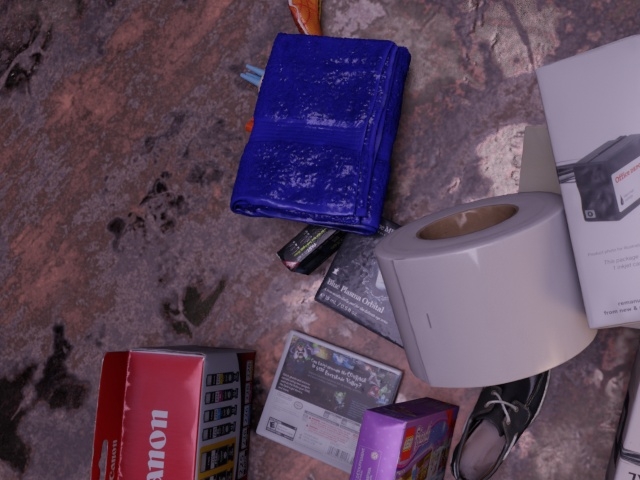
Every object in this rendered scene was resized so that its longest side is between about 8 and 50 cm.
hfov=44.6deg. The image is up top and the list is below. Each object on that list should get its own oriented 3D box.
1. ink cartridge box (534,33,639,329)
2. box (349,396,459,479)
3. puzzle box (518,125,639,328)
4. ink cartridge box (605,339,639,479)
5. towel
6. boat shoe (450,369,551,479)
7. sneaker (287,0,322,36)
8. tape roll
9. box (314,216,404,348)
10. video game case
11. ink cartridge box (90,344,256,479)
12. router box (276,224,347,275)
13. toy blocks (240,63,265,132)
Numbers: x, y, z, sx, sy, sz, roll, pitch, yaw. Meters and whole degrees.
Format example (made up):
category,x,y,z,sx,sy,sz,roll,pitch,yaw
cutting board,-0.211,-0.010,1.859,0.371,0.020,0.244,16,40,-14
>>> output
category,x,y,z,sx,sy,sz,roll,pitch,yaw
ink cartridge box,0.371,-0.057,0.934,0.129,0.223,0.308,-14,80,28
box,0.107,0.317,1.028,0.057,0.293,0.201,12,87,23
puzzle box,0.464,-0.012,1.037,0.408,0.052,0.272,6,89,29
ink cartridge box,0.471,0.251,0.987,0.171,0.100,0.237,12,112,17
towel,0.002,-0.170,1.159,0.227,0.076,0.308,9,71,11
boat shoe,0.258,0.246,1.107,0.084,0.079,0.233,30,91,19
sneaker,-0.021,-0.392,1.270,0.067,0.064,0.175,-17,82,3
tape roll,0.206,0.054,0.984,0.246,0.246,0.169,-14,101,14
box,0.099,0.057,1.166,0.156,0.093,0.158,27,90,17
video game case,0.013,0.250,1.206,0.190,0.022,0.173,19,89,18
ink cartridge box,-0.207,0.313,1.131,0.130,0.272,0.310,1,85,16
router box,0.000,0.000,1.201,0.122,0.092,0.038,-41,75,9
toy blocks,-0.078,-0.215,1.269,0.148,0.054,0.123,27,91,17
